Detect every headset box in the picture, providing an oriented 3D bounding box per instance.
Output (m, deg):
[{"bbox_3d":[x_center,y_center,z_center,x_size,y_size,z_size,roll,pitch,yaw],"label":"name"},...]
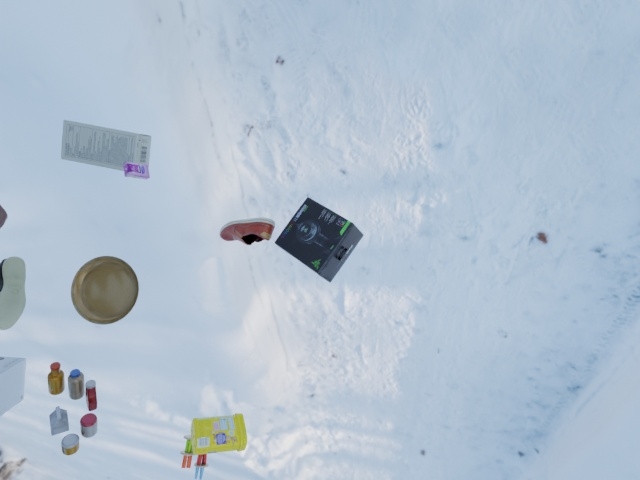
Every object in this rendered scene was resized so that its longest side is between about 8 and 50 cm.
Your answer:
[{"bbox_3d":[0.000,0.000,1.683,0.283,0.246,0.131,34,176,33],"label":"headset box"}]

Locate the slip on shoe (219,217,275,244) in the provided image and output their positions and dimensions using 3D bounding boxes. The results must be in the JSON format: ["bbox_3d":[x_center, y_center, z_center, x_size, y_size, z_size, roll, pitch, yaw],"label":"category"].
[{"bbox_3d":[-0.342,-0.030,1.851,0.331,0.101,0.123,-7,157,37],"label":"slip on shoe"}]

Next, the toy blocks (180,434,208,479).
[{"bbox_3d":[-0.442,0.764,1.441,0.054,0.148,0.123,-4,163,32],"label":"toy blocks"}]

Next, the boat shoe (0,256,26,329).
[{"bbox_3d":[-0.557,0.095,0.727,0.042,0.133,0.049,-20,156,24],"label":"boat shoe"}]

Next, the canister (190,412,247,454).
[{"bbox_3d":[-0.346,0.655,1.389,0.170,0.126,0.073,7,118,-25],"label":"canister"}]

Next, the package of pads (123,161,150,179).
[{"bbox_3d":[-0.637,-0.243,1.422,0.032,0.083,0.050,-21,78,34],"label":"package of pads"}]

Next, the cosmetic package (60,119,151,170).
[{"bbox_3d":[-0.858,-0.375,1.646,0.310,0.113,0.160,12,101,4],"label":"cosmetic package"}]

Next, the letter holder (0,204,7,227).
[{"bbox_3d":[-1.000,0.021,1.107,0.152,0.301,0.214,-12,125,10],"label":"letter holder"}]

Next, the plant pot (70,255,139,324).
[{"bbox_3d":[-0.742,0.172,1.425,0.236,0.236,0.032,22,174,4],"label":"plant pot"}]

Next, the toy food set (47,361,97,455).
[{"bbox_3d":[-0.655,0.430,1.086,0.232,0.111,0.104,47,131,41],"label":"toy food set"}]

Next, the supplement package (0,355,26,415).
[{"bbox_3d":[-0.996,0.407,1.149,0.244,0.139,0.133,6,94,-6],"label":"supplement package"}]
